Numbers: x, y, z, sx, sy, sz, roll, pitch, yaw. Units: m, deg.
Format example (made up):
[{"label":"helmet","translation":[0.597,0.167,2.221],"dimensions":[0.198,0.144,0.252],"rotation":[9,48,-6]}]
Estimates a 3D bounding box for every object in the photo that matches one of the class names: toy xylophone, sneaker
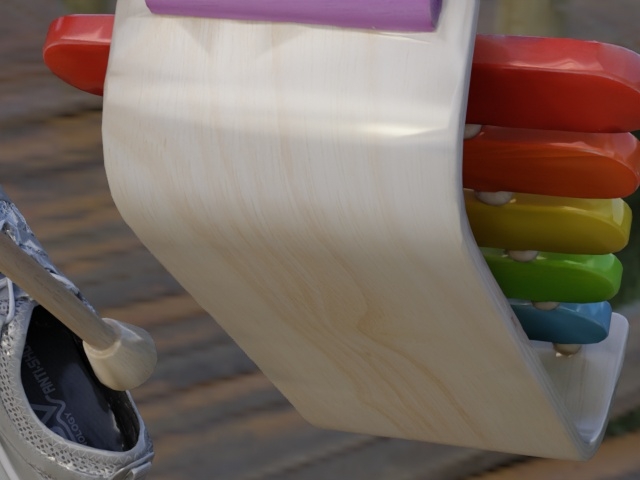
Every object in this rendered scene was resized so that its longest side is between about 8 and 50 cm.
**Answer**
[{"label":"toy xylophone","translation":[0.000,0.000,0.699],"dimensions":[0.236,0.081,0.323],"rotation":[8,-21,13]},{"label":"sneaker","translation":[-0.171,0.028,1.074],"dimensions":[0.105,0.281,0.115],"rotation":[-32,-3,-38]}]
